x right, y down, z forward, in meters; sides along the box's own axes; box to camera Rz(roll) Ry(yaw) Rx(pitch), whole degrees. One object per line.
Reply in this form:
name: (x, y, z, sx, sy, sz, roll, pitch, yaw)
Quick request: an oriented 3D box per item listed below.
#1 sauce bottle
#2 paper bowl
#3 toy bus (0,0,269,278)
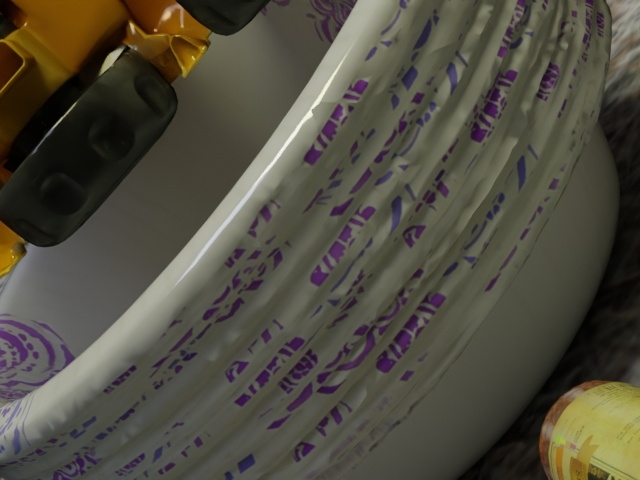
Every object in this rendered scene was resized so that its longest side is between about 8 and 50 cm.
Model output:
sauce bottle: (0.099, 0.066, 0.460, 0.042, 0.042, 0.128, -53, 15, -6)
paper bowl: (0.000, 0.000, 0.671, 0.284, 0.148, 0.284, -45, 18, 19)
toy bus: (-0.094, -0.109, 0.685, 0.220, 0.149, 0.211, -48, 2, 6)
